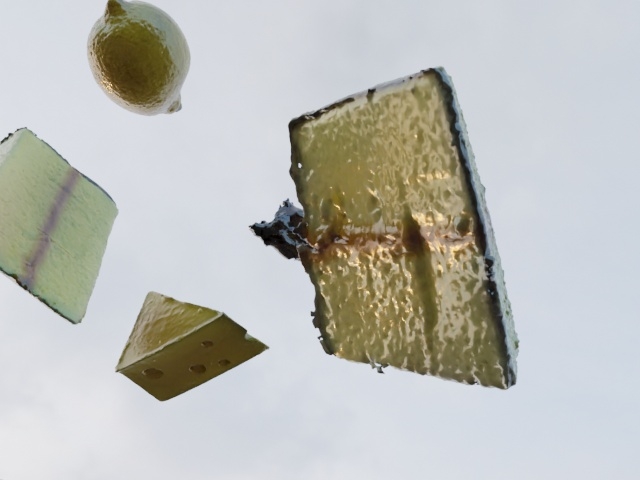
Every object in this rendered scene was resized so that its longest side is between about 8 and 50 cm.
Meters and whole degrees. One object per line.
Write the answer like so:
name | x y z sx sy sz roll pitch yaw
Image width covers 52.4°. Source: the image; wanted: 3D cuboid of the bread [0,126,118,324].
bread | -0.366 0.010 0.759 0.163 0.264 0.167 -33 -60 14

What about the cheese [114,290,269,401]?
cheese | -0.154 0.124 0.826 0.171 0.126 0.093 -16 -48 34

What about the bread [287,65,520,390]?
bread | 0.047 0.001 0.518 0.178 0.135 0.239 -12 -86 18

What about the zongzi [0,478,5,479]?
zongzi | -0.322 0.309 0.661 0.189 0.081 0.178 26 -23 38

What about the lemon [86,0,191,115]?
lemon | -0.327 -0.328 1.185 0.187 0.186 0.244 -8 -41 12

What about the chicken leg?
chicken leg | 0.000 0.000 1.024 0.234 0.105 0.063 20 -28 -14
